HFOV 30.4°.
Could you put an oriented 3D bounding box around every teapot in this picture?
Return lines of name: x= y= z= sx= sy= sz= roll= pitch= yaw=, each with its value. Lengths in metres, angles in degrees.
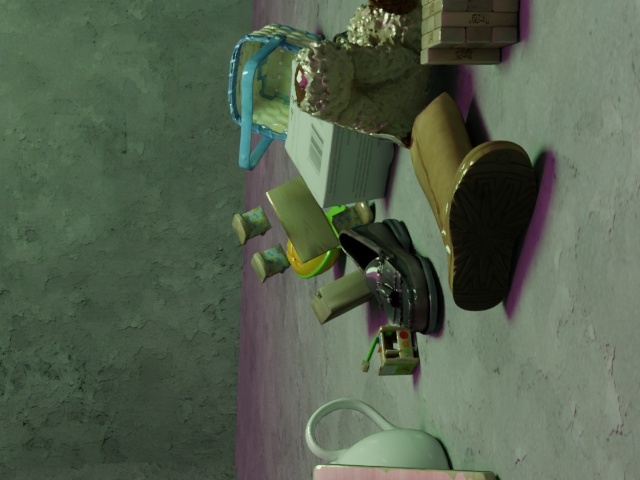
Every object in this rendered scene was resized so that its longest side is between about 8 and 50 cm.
teapot: x=0.068 y=0.370 z=1.597 sx=0.256 sy=0.187 sz=0.252 roll=-129 pitch=41 yaw=-76

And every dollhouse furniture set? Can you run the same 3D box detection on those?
dollhouse furniture set: x=-0.003 y=0.004 z=1.987 sx=0.242 sy=0.212 sz=0.161 roll=62 pitch=167 yaw=8

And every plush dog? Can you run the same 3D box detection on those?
plush dog: x=0.094 y=-0.249 z=1.571 sx=0.262 sy=0.211 sz=0.225 roll=-18 pitch=-53 yaw=-83

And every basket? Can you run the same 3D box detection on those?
basket: x=-0.101 y=-0.318 z=2.469 sx=0.289 sy=0.201 sz=0.254 roll=-54 pitch=-22 yaw=-46

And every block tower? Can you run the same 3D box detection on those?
block tower: x=0.167 y=-0.368 z=1.313 sx=0.097 sy=0.091 sz=0.335 roll=-158 pitch=68 yaw=-80

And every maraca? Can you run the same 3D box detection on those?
maraca: x=0.000 y=0.000 z=2.293 sx=0.186 sy=0.099 sz=0.127 roll=-42 pitch=45 yaw=41

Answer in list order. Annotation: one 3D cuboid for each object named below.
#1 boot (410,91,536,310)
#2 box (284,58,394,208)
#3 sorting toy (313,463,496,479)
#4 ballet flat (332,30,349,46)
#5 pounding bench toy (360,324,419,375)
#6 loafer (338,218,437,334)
boot: x=0.161 y=-0.086 z=1.359 sx=0.269 sy=0.089 sz=0.236 roll=-99 pitch=13 yaw=-48
box: x=0.031 y=-0.182 z=1.917 sx=0.182 sy=0.119 sz=0.181 roll=-120 pitch=28 yaw=-43
sorting toy: x=0.079 y=0.400 z=1.386 sx=0.255 sy=0.089 sz=0.257 roll=-6 pitch=82 yaw=38
ballet flat: x=0.055 y=-0.302 z=2.033 sx=0.203 sy=0.074 sz=0.074 roll=-102 pitch=15 yaw=-49
pounding bench toy: x=0.097 y=0.160 z=1.736 sx=0.052 sy=0.083 sz=0.065 roll=106 pitch=161 yaw=-59
loafer: x=0.094 y=0.053 z=1.713 sx=0.302 sy=0.095 sz=0.109 roll=-112 pitch=24 yaw=-66
